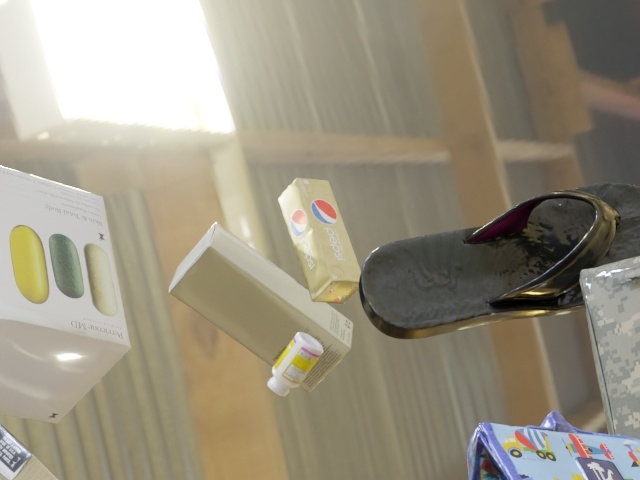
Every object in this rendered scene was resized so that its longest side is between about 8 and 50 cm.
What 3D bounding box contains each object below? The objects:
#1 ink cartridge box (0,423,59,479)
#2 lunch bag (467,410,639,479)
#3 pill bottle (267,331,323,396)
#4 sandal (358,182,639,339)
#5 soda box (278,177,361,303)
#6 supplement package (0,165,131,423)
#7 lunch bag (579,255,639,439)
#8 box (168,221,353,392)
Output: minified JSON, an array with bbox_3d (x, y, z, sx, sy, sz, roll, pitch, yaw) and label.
[{"bbox_3d":[-0.360,0.260,1.657,0.045,0.206,0.208,-46,-37,-18],"label":"ink cartridge box"},{"bbox_3d":[0.257,0.285,1.287,0.221,0.138,0.293,7,-135,-29],"label":"lunch bag"},{"bbox_3d":[-0.035,0.166,1.894,0.043,0.083,0.043,33,-166,-9],"label":"pill bottle"},{"bbox_3d":[0.269,0.019,1.845,0.107,0.446,0.167,106,143,-59],"label":"sandal"},{"bbox_3d":[0.000,0.000,2.055,0.061,0.058,0.181,4,-127,-36],"label":"soda box"},{"bbox_3d":[-0.404,0.072,1.907,0.199,0.198,0.262,17,-138,-37],"label":"supplement package"},{"bbox_3d":[0.460,0.150,1.675,0.212,0.256,0.305,55,-154,-58],"label":"lunch bag"},{"bbox_3d":[-0.088,0.103,2.181,0.275,0.113,0.094,38,-158,-12],"label":"box"}]
